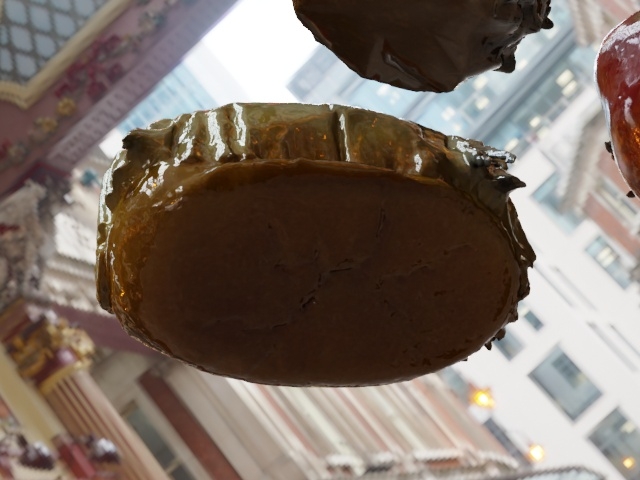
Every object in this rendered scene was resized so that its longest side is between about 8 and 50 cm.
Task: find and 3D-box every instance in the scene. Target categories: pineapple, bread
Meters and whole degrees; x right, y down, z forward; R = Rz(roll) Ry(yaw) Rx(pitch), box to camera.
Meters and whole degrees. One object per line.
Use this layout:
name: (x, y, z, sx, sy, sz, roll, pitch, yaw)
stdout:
pineapple: (0.105, -0.243, 0.732, 0.165, 0.166, 0.364, 107, -171, -53)
bread: (-0.001, 0.010, 1.074, 0.389, 0.183, 0.236, 2, -52, -13)

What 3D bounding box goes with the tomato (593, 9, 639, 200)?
tomato: (0.454, -0.137, 1.290, 0.290, 0.293, 0.325, -24, -9, 32)
